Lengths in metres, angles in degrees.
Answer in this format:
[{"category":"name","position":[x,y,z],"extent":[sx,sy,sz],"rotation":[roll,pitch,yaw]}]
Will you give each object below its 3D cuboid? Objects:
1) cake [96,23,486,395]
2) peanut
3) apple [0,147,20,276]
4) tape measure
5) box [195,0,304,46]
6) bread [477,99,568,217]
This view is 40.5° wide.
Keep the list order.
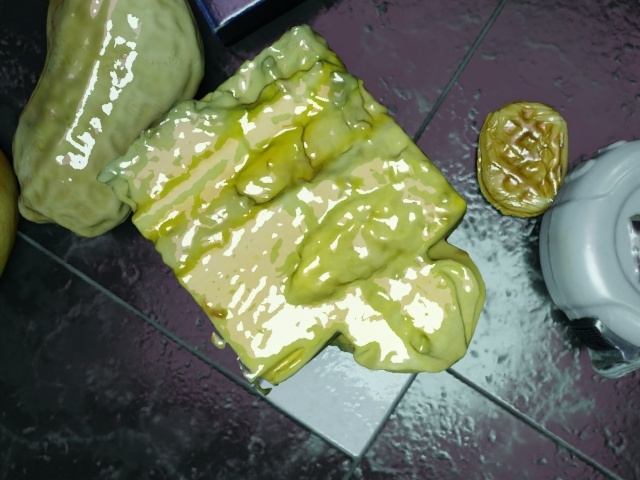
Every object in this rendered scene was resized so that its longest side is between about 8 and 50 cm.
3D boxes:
[{"category":"cake","position":[0.000,0.000,0.744],"extent":[0.222,0.227,0.286],"rotation":[-38,86,4]},{"category":"peanut","position":[-0.194,-0.145,0.810],"extent":[0.159,0.143,0.291],"rotation":[15,94,16]},{"category":"apple","position":[-0.419,-0.009,0.816],"extent":[0.246,0.246,0.226],"rotation":[33,112,6]},{"category":"tape measure","position":[0.292,0.011,0.759],"extent":[0.197,0.120,0.236],"rotation":[-7,84,-10]},{"category":"box","position":[-0.088,-0.339,0.835],"extent":[0.168,0.071,0.259],"rotation":[-29,87,4]},{"category":"bread","position":[0.189,-0.077,0.816],"extent":[0.083,0.044,0.110],"rotation":[1,88,10]}]
